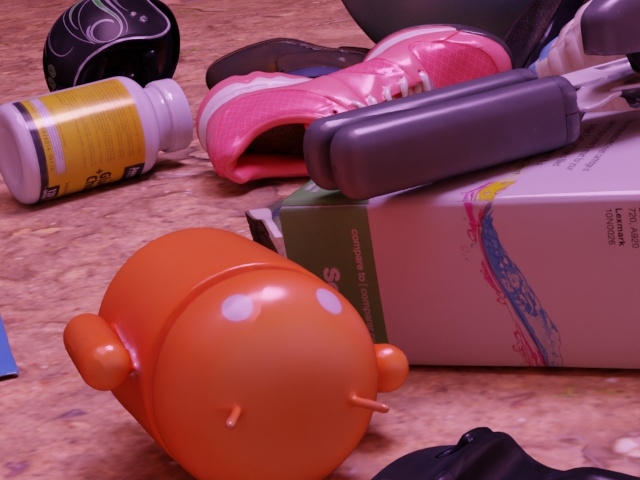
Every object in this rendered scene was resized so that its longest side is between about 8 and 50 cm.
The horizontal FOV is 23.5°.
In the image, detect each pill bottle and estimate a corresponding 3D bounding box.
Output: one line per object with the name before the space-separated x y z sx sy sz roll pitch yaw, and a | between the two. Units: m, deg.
pill bottle | -0.225 -0.106 1.534 0.184 0.103 0.103 -17 19 -26

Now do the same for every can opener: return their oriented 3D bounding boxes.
can opener | 0.123 -0.104 0.960 0.284 0.095 0.076 -15 18 -22

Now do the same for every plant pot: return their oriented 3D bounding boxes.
plant pot | 0.162 -0.294 1.768 0.293 0.196 0.293 -17 15 5

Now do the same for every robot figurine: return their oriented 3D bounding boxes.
robot figurine | -0.046 0.064 0.850 0.128 0.158 0.219 -48 25 -7

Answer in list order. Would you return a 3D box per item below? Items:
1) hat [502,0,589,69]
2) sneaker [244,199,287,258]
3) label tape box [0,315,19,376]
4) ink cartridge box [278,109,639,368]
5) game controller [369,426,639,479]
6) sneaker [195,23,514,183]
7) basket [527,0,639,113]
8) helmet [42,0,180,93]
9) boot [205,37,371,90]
hat | 0.296 -0.215 1.517 0.134 0.331 0.331 28 12 -12
sneaker | 0.000 0.000 1.140 0.086 0.064 0.192 -16 15 -7
label tape box | -0.404 0.051 1.106 0.334 0.105 0.240 -13 18 -14
ink cartridge box | 0.145 -0.006 0.999 0.278 0.117 0.201 -1 19 25
game controller | 0.045 0.168 0.608 0.167 0.067 0.319 17 28 26
sneaker | 0.039 -0.111 1.462 0.314 0.115 0.136 -15 27 2
basket | 0.331 -0.155 1.198 0.255 0.201 0.289 -22 -10 -36
helmet | -0.236 -0.209 1.781 0.169 0.169 0.161 -13 34 -14
boot | -0.039 -0.182 1.730 0.219 0.082 0.106 -1 16 16
